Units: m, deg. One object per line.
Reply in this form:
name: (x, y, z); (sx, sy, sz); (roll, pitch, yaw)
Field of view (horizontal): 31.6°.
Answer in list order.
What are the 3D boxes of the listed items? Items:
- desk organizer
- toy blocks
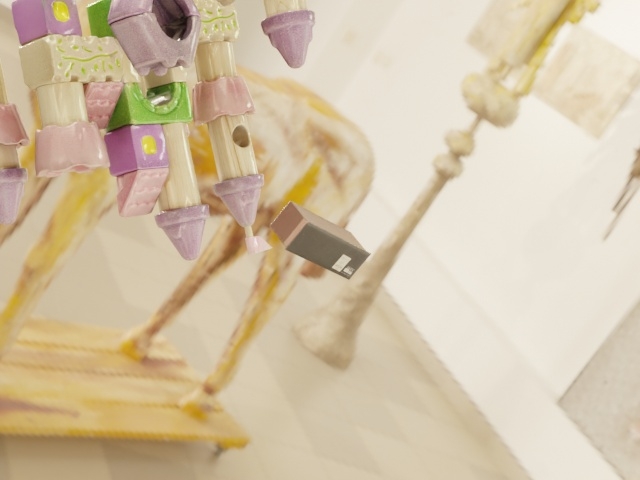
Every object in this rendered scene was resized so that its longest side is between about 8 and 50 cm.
desk organizer: (0.000, 0.000, 1.441); (0.130, 0.047, 0.050); (27, 18, -45)
toy blocks: (-0.149, -0.104, 1.073); (0.309, 0.260, 0.289); (-11, -1, 39)
